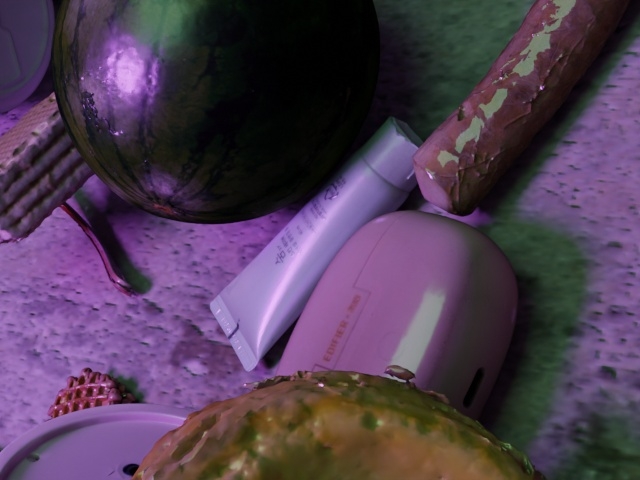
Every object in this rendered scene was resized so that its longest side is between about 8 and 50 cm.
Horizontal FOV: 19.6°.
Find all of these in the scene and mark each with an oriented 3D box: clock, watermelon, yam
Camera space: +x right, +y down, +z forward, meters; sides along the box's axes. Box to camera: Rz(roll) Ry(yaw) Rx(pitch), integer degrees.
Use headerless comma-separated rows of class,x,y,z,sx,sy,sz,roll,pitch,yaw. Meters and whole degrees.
clock,-0.125,0.191,1.216,0.197,0.197,0.068,42,138,46
watermelon,-0.075,-0.132,1.330,0.242,0.242,0.242,-20,54,30
yam,0.164,-0.145,1.259,0.066,0.066,0.299,34,89,46

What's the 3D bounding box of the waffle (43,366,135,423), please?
waffle,-0.178,0.135,1.407,0.075,0.029,0.083,-56,42,-1

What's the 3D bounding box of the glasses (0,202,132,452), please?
glasses,-0.280,0.055,1.537,0.268,0.118,0.234,36,89,26

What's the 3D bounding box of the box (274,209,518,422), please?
box,0.046,0.076,1.208,0.146,0.088,0.200,16,76,45

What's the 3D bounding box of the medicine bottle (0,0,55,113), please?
medicine bottle,-0.432,-0.182,1.656,0.395,0.242,0.242,3,68,42

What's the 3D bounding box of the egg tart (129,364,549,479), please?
egg tart,0.012,0.232,1.072,0.315,0.120,0.315,1,71,-3

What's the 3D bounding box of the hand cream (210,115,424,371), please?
hand cream,0.000,0.000,1.324,0.205,0.050,0.078,-47,47,15

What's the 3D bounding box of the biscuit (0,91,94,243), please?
biscuit,-0.196,-0.087,1.459,0.239,0.062,0.108,-46,20,-26
